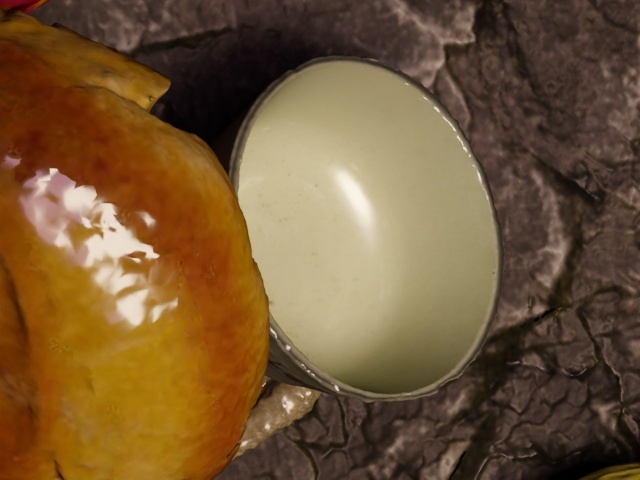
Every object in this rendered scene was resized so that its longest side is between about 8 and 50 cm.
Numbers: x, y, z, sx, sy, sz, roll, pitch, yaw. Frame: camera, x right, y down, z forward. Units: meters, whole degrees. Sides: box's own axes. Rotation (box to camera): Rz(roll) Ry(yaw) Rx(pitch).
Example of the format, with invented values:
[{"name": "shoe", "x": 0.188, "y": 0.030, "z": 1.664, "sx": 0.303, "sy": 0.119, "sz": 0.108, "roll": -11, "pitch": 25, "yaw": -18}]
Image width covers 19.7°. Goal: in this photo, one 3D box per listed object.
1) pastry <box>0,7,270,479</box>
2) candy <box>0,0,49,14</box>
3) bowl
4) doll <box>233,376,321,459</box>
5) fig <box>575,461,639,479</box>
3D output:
[{"name": "pastry", "x": -0.199, "y": 0.021, "z": 0.998, "sx": 0.356, "sy": 0.164, "sz": 0.356, "roll": 9, "pitch": 123, "yaw": 14}, {"name": "candy", "x": -0.088, "y": -0.195, "z": 1.089, "sx": 0.365, "sy": 0.124, "sz": 0.124, "roll": -11, "pitch": 101, "yaw": -24}, {"name": "bowl", "x": 0.000, "y": 0.000, "z": 1.122, "sx": 0.211, "sy": 0.112, "sz": 0.211, "roll": 8, "pitch": 76, "yaw": -36}, {"name": "doll", "x": -0.138, "y": 0.158, "z": 1.137, "sx": 0.203, "sy": 0.091, "sz": 0.286, "roll": 29, "pitch": 78, "yaw": -13}, {"name": "fig", "x": 0.216, "y": 0.195, "z": 1.239, "sx": 0.160, "sy": 0.143, "sz": 0.230, "roll": 29, "pitch": 67, "yaw": -13}]
